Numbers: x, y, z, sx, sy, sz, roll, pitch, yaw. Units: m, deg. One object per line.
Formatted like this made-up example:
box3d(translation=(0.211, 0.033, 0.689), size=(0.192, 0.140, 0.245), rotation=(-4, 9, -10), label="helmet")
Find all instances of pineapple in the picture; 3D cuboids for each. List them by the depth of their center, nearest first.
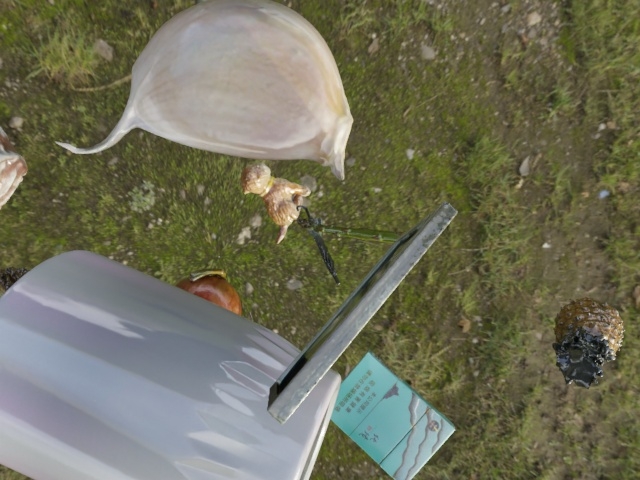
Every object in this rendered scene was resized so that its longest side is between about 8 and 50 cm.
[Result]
box3d(translation=(0.602, 0.244, 1.171), size=(0.278, 0.158, 0.158), rotation=(-32, 96, -50), label="pineapple")

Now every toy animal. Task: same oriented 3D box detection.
box3d(translation=(-0.145, -0.109, 1.376), size=(0.185, 0.104, 0.184), rotation=(33, 69, -34), label="toy animal")

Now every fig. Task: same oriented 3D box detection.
box3d(translation=(-0.289, 0.164, 1.292), size=(0.205, 0.205, 0.205), rotation=(0, 88, -11), label="fig")

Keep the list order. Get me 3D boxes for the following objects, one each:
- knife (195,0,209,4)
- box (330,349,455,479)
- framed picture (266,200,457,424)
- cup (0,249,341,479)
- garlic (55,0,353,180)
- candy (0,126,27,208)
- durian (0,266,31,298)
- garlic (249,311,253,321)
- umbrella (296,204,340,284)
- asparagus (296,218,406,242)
box3d(translation=(-0.148, -0.325, 0.707), size=(0.230, 0.060, 0.028), rotation=(29, 53, 11), label="knife")
box3d(translation=(0.135, 0.363, 1.051), size=(0.229, 0.041, 0.162), rotation=(41, 95, 10), label="box")
box3d(translation=(0.027, 0.060, 0.437), size=(0.015, 0.150, 0.203), rotation=(41, 80, 3), label="framed picture")
box3d(translation=(-0.182, 0.184, 0.588), size=(0.371, 0.253, 0.253), rotation=(20, 84, 10), label="cup")
box3d(translation=(-0.103, -0.153, 0.481), size=(0.266, 0.128, 0.148), rotation=(-1, 55, -2), label="garlic")
box3d(translation=(-0.700, -0.097, 0.964), size=(0.289, 0.214, 0.157), rotation=(-41, 95, -6), label="candy")
box3d(translation=(-0.467, 0.101, 0.730), size=(0.167, 0.196, 0.196), rotation=(-37, 97, 33), label="durian")
box3d(translation=(-0.127, 0.380, 1.466), size=(0.338, 0.151, 0.196), rotation=(40, 52, -21), label="garlic")
box3d(translation=(0.005, 0.000, 1.086), size=(0.044, 0.269, 0.044), rotation=(3, 127, -27), label="umbrella")
box3d(translation=(0.052, -0.017, 0.946), size=(0.025, 0.248, 0.024), rotation=(-14, 108, -52), label="asparagus")
